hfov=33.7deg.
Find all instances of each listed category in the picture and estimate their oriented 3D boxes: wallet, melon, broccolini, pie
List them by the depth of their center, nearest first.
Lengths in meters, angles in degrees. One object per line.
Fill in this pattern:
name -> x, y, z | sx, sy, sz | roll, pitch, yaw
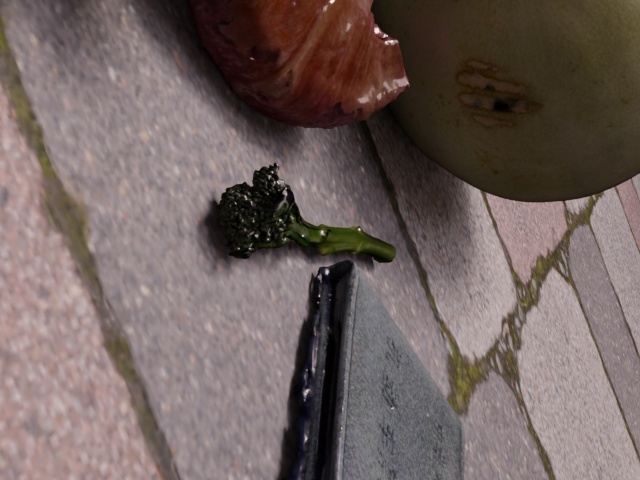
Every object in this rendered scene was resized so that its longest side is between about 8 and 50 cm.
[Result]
wallet -> 0.039, 0.136, 0.579 | 0.167, 0.036, 0.222 | 55, 27, -31
pie -> 0.015, -0.171, 0.605 | 0.204, 0.054, 0.219 | 20, 95, -48
broccolini -> 0.000, 0.001, 0.615 | 0.042, 0.044, 0.218 | 61, 14, 20
melon -> 0.179, -0.161, 0.826 | 0.330, 0.268, 0.269 | 44, 33, -63
